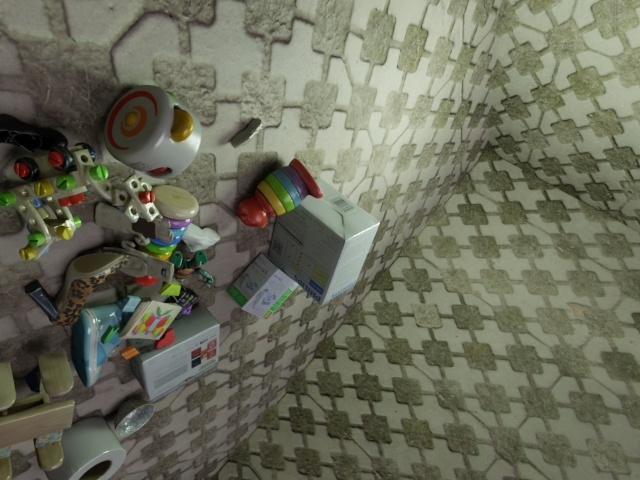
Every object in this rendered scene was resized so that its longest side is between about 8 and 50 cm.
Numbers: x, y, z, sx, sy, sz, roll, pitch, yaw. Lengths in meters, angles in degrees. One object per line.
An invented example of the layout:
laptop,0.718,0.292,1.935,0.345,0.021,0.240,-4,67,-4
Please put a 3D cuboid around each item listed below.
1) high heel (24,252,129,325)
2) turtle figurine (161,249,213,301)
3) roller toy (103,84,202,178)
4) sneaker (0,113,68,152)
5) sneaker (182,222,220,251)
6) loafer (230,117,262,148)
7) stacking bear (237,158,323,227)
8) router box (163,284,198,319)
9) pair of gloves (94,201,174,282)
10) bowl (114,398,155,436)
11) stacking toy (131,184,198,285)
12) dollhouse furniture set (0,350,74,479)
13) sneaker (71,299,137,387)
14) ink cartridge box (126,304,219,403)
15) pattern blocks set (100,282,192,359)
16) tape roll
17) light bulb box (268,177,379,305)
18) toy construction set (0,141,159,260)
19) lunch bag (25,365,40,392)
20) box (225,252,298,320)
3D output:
high heel,-0.639,0.136,1.202,0.262,0.093,0.186,-24,140,-16
turtle figurine,-0.458,0.110,1.453,0.175,0.118,0.234,-20,159,-32
roller toy,-0.389,-0.249,0.998,0.191,0.209,0.146,-48,154,5
sneaker,-0.581,-0.204,0.869,0.051,0.089,0.170,-56,154,9
sneaker,-0.424,-0.001,1.421,0.094,0.080,0.212,-43,157,11
loafer,-0.226,-0.327,1.347,0.125,0.045,0.039,-48,161,-14
stacking bear,-0.166,-0.152,1.550,0.289,0.175,0.164,-36,112,-9
router box,-0.524,0.231,1.593,0.122,0.038,0.092,-49,155,-5
pair of gloves,-0.504,0.005,1.189,0.042,0.205,0.240,-83,-176,-53
bowl,-0.774,0.706,1.760,0.170,0.080,0.170,-38,151,-26
stacking toy,-0.478,0.004,1.280,0.141,0.141,0.330,-13,140,-53
dollhouse furniture set,-0.856,0.540,1.114,0.395,0.256,0.361,-4,129,-42
sneaker,-0.668,0.324,1.382,0.208,0.127,0.318,-19,140,-47
ink cartridge box,-0.556,0.439,1.667,0.310,0.130,0.271,-24,139,-37
pattern blocks set,-0.534,0.257,1.370,0.285,0.026,0.325,-60,158,10
tape roll,-0.886,0.813,1.614,0.246,0.169,0.246,-39,153,-25
light bulb box,0.000,0.000,1.781,0.225,0.358,0.360,-25,145,-40
toy construction set,-0.525,-0.086,0.915,0.151,0.328,0.214,-75,151,-72
lunch bag,-0.829,0.417,1.304,0.098,0.067,0.065,-42,152,-12
box,-0.252,0.209,1.915,0.231,0.127,0.262,-47,153,-5
